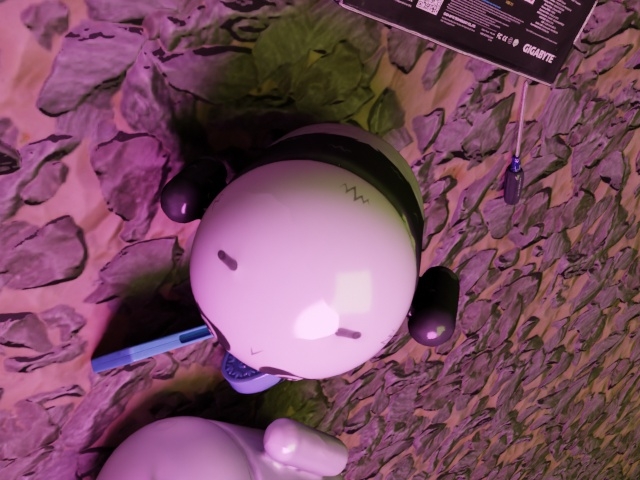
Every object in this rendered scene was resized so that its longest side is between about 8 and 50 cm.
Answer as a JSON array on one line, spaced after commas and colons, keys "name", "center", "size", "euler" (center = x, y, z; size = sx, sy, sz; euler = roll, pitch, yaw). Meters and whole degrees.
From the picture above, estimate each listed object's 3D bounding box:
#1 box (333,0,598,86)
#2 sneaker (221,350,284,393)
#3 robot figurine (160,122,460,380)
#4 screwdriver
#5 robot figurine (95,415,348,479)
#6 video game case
[{"name": "box", "center": [0.156, -0.291, 0.659], "size": [0.322, 0.079, 0.257], "euler": [4, 118, -44]}, {"name": "sneaker", "center": [0.001, 0.108, 0.853], "size": [0.232, 0.081, 0.090], "euler": [-33, 132, -19]}, {"name": "robot figurine", "center": [-0.003, 0.001, 0.632], "size": [0.209, 0.278, 0.173], "euler": [-11, 106, 12]}, {"name": "screwdriver", "center": [0.237, -0.115, 0.932], "size": [0.025, 0.024, 0.170], "euler": [-9, 128, 0]}, {"name": "robot figurine", "center": [-0.102, 0.300, 0.826], "size": [0.300, 0.200, 0.353], "euler": [-48, 142, 11]}, {"name": "video game case", "center": [-0.118, 0.089, 0.720], "size": [0.166, 0.015, 0.119], "euler": [-14, 175, -34]}]
